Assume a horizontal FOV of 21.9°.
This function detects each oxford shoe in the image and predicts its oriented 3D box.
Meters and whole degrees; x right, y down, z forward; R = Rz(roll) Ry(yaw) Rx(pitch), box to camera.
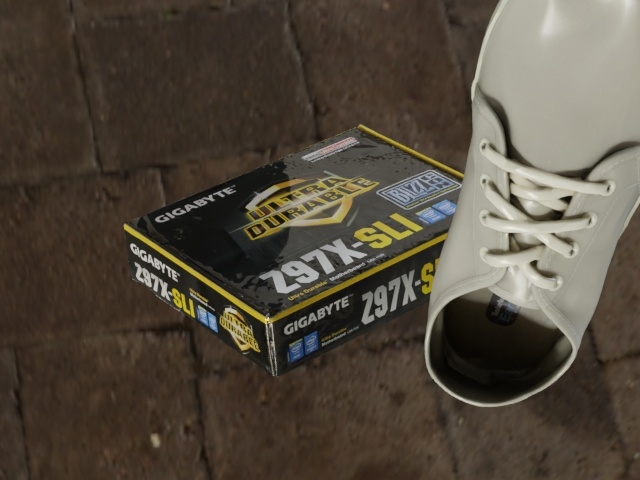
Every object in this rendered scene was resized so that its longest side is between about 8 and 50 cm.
[{"bbox_3d":[0.181,-0.036,1.331,0.169,0.449,0.130,18,37,7],"label":"oxford shoe"}]

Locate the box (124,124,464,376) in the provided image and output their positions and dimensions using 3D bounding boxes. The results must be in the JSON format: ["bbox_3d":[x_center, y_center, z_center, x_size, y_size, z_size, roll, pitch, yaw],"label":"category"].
[{"bbox_3d":[0.000,0.000,1.717,0.322,0.079,0.257,-24,37,-30],"label":"box"}]
